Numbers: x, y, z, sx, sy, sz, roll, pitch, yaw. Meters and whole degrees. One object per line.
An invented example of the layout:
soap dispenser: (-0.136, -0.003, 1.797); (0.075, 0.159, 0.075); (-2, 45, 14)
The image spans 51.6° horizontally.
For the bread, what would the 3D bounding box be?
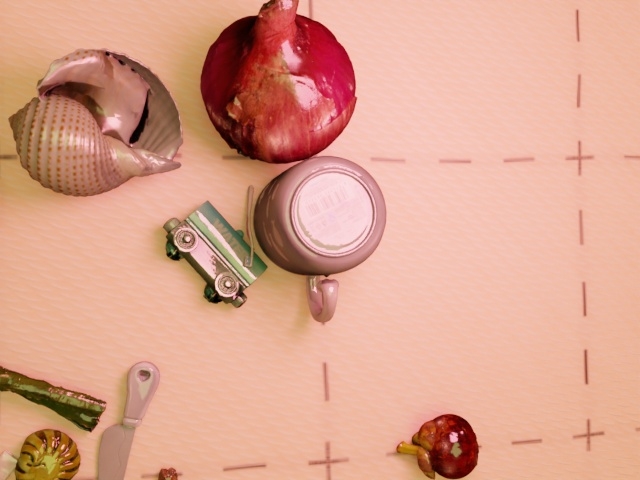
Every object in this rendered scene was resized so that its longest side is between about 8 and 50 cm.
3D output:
bread: (-0.575, 0.470, 1.388); (0.130, 0.071, 0.139); (37, 81, -13)

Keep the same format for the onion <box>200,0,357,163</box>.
onion: (-0.085, -0.358, 1.370); (0.348, 0.385, 0.347); (2, 60, -3)

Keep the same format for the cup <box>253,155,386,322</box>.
cup: (0.000, 0.000, 1.428); (0.259, 0.274, 0.356); (-2, 87, -12)

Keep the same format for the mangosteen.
mangosteen: (0.278, 0.486, 1.535); (0.181, 0.146, 0.155); (-8, 92, -12)

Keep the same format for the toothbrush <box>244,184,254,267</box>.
toothbrush: (-0.158, -0.034, 1.491); (0.022, 0.017, 0.204); (11, 63, -24)

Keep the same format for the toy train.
toy train: (-0.231, 0.028, 1.476); (0.159, 0.101, 0.248); (-43, 98, -27)

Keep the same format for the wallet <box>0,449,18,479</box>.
wallet: (-0.677, 0.487, 1.393); (0.044, 0.011, 0.083); (42, 80, -8)

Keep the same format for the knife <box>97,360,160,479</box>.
knife: (-0.432, 0.423, 1.440); (0.080, 0.044, 0.331); (19, 87, -12)

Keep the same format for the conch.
conch: (-0.464, -0.235, 1.373); (0.319, 0.215, 0.303); (12, 91, -43)

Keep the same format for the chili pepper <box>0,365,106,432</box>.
chili pepper: (-0.623, 0.294, 1.388); (0.359, 0.076, 0.085); (32, 107, -10)

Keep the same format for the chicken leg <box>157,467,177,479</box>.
chicken leg: (-0.313, 0.593, 1.443); (0.085, 0.069, 0.197); (-17, 85, -14)
